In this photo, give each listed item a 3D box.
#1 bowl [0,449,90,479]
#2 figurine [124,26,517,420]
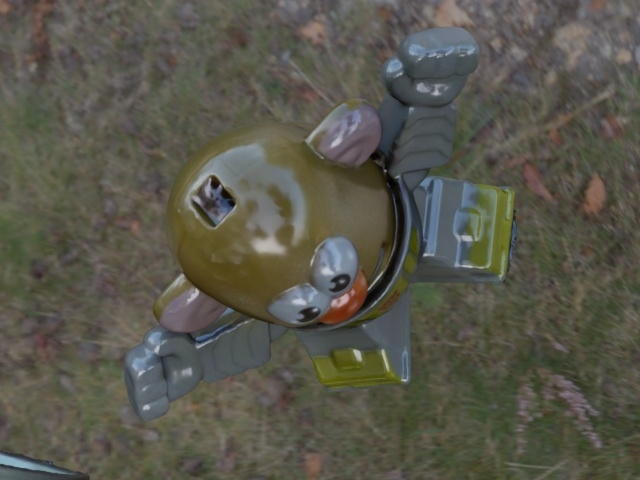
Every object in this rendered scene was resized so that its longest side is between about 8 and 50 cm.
[{"bbox_3d":[-0.414,0.274,1.382,0.354,0.354,0.185,11,81,19],"label":"bowl"},{"bbox_3d":[-0.001,0.000,1.048,0.167,0.285,0.342,24,87,35],"label":"figurine"}]
